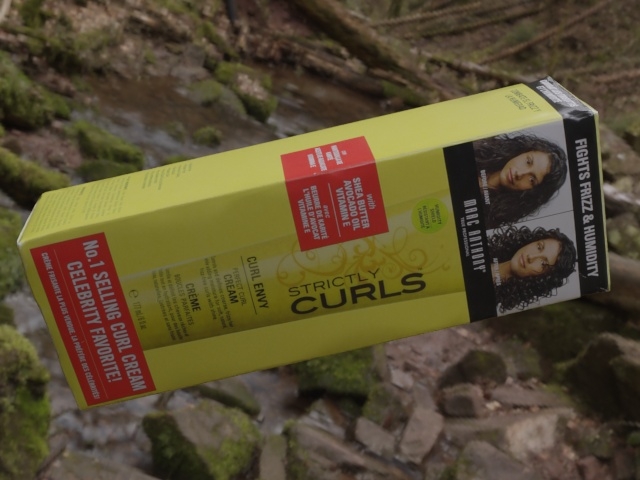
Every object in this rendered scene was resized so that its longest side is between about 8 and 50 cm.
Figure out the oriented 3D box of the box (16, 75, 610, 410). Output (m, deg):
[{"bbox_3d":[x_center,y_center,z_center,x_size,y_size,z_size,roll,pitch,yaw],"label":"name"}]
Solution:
[{"bbox_3d":[0.000,0.000,0.381,0.232,0.087,0.058,-12,24,0],"label":"box"}]
